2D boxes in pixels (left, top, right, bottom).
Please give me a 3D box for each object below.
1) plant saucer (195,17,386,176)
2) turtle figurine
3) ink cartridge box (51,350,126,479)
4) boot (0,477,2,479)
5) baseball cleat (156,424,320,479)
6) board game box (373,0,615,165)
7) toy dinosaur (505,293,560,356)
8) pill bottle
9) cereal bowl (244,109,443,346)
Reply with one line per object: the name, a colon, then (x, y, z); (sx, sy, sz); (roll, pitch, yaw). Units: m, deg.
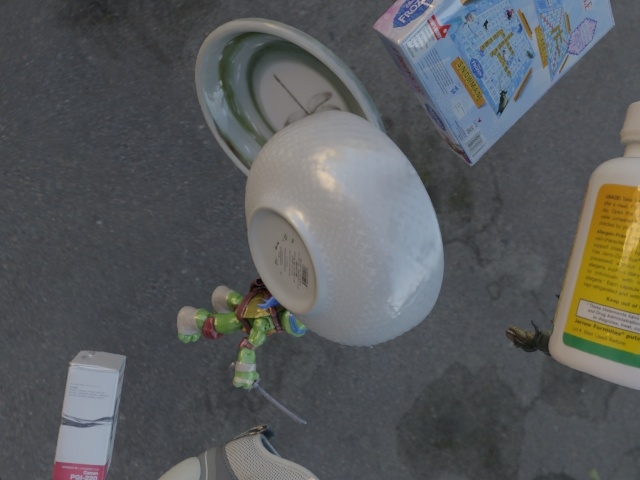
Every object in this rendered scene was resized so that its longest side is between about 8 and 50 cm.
plant saucer: (-0.037, -0.224, 1.268); (0.400, 0.400, 0.100); (54, 54, -22)
turtle figurine: (-0.105, 0.181, 1.260); (0.274, 0.266, 0.198); (49, 59, -42)
ink cartridge box: (-0.421, 0.323, 1.315); (0.092, 0.158, 0.218); (7, 90, -11)
boot: (-0.576, 0.424, 1.106); (0.176, 0.244, 0.088); (-21, 91, -33)
baseball cleat: (-0.014, 0.176, 0.298); (0.109, 0.206, 0.072); (-30, 149, 7)
board game box: (0.264, -0.308, 1.025); (0.318, 0.066, 0.319); (-44, 143, 2)
toy dinosaur: (0.430, 0.156, 1.245); (0.064, 0.268, 0.118); (14, 88, -20)
pill bottle: (0.257, 0.004, 0.552); (0.118, 0.117, 0.208); (11, 93, -29)
cereal bowl: (0.000, 0.000, 0.987); (0.141, 0.339, 0.339); (-24, 106, -32)
